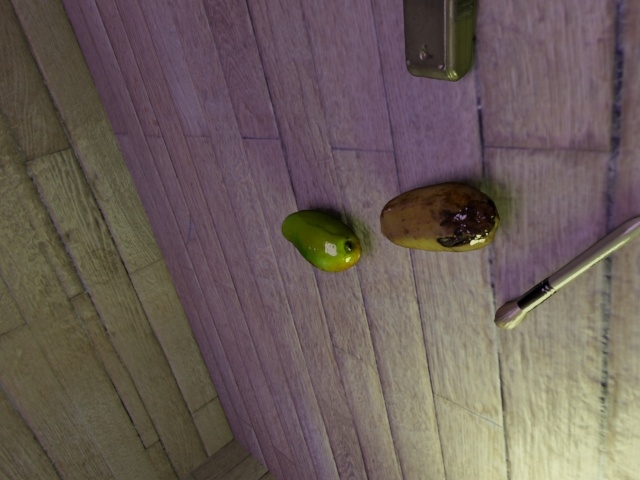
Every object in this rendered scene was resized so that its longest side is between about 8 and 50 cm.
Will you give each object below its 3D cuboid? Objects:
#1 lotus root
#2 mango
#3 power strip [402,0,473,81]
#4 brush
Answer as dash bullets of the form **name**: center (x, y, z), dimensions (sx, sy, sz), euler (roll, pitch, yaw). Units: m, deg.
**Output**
- **lotus root**: center (0.185, -0.037, 0.763), dimensions (0.258, 0.097, 0.110), euler (3, 110, 62)
- **mango**: center (0.000, 0.000, 1.029), dimensions (0.233, 0.111, 0.125), euler (17, 124, 49)
- **power strip**: center (0.142, -0.394, 0.574), dimensions (0.092, 0.066, 0.388), euler (27, 137, 43)
- **brush**: center (0.341, 0.052, 0.676), dimensions (0.039, 0.042, 0.299), euler (50, 143, 18)
